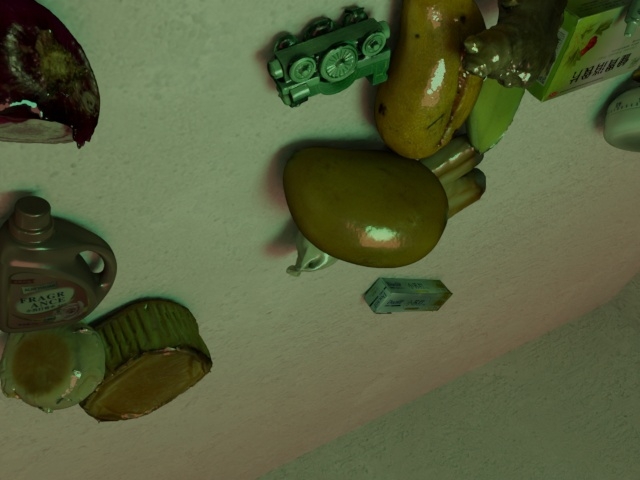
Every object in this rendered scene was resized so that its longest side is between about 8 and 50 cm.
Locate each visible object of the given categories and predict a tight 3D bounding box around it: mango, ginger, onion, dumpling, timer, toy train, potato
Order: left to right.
[{"bbox_3d":[-0.321,-0.165,0.522,0.198,0.136,0.173,3,175,16],"label":"onion"},{"bbox_3d":[0.002,-0.001,1.060,0.099,0.170,0.134,18,172,-4],"label":"dumpling"},{"bbox_3d":[0.013,-0.243,0.739,0.178,0.071,0.105,-24,153,-11],"label":"toy train"},{"bbox_3d":[0.079,-0.061,0.930,0.317,0.212,0.173,11,164,-27],"label":"mango"},{"bbox_3d":[0.171,-0.246,0.823,0.177,0.120,0.295,-22,148,-20],"label":"mango"},{"bbox_3d":[0.307,-0.254,0.979,0.119,0.054,0.198,-24,138,-15],"label":"potato"},{"bbox_3d":[0.301,-0.331,0.769,0.166,0.080,0.333,48,67,-35],"label":"ginger"},{"bbox_3d":[0.774,-0.248,1.231,0.233,0.233,0.240,12,85,-50],"label":"timer"}]

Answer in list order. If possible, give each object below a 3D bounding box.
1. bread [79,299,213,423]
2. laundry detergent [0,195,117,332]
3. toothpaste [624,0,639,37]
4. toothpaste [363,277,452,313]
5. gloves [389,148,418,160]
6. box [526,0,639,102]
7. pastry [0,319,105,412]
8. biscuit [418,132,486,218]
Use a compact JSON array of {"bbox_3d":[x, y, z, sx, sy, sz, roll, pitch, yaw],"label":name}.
[{"bbox_3d":[-0.347,0.234,1.049,0.253,0.143,0.227,-31,151,5],"label":"bread"},{"bbox_3d":[-0.382,0.032,0.788,0.171,0.076,0.237,-6,139,-38],"label":"laundry detergent"},{"bbox_3d":[0.549,-0.436,0.899,0.048,0.029,0.197,13,99,-42],"label":"toothpaste"},{"bbox_3d":[0.254,0.156,1.541,0.312,0.071,0.089,7,129,-46],"label":"toothpaste"},{"bbox_3d":[0.164,-0.174,1.018,0.064,0.026,0.086,-36,145,5],"label":"gloves"},{"bbox_3d":[0.521,-0.374,1.004,0.260,0.062,0.175,-22,148,-17],"label":"box"},{"bbox_3d":[-0.445,0.205,0.907,0.165,0.166,0.088,-29,163,-3],"label":"pastry"},{"bbox_3d":[0.221,-0.091,1.151,0.290,0.062,0.237,-35,148,3],"label":"biscuit"}]
